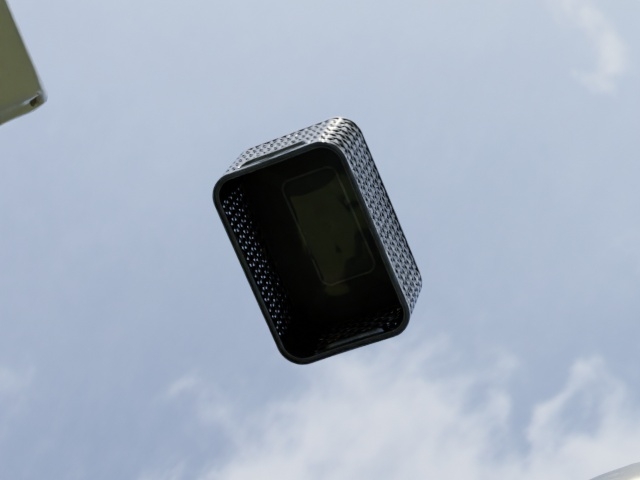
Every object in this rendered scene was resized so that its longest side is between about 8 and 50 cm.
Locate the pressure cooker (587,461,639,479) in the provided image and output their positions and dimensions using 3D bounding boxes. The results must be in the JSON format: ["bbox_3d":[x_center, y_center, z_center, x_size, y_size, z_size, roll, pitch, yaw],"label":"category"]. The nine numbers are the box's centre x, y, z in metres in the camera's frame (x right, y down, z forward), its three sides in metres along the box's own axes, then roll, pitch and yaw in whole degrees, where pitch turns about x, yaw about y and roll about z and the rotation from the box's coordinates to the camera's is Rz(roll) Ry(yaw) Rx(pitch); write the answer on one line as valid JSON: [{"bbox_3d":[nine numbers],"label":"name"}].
[{"bbox_3d":[0.196,0.288,0.579,0.375,0.370,0.420,-1,-127,-13],"label":"pressure cooker"}]

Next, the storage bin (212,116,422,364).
[{"bbox_3d":[0.000,0.000,1.323,0.122,0.084,0.180,-19,-75,17],"label":"storage bin"}]

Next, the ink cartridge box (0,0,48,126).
[{"bbox_3d":[-0.236,-0.141,0.575,0.115,0.273,0.198,-32,-56,-21],"label":"ink cartridge box"}]
